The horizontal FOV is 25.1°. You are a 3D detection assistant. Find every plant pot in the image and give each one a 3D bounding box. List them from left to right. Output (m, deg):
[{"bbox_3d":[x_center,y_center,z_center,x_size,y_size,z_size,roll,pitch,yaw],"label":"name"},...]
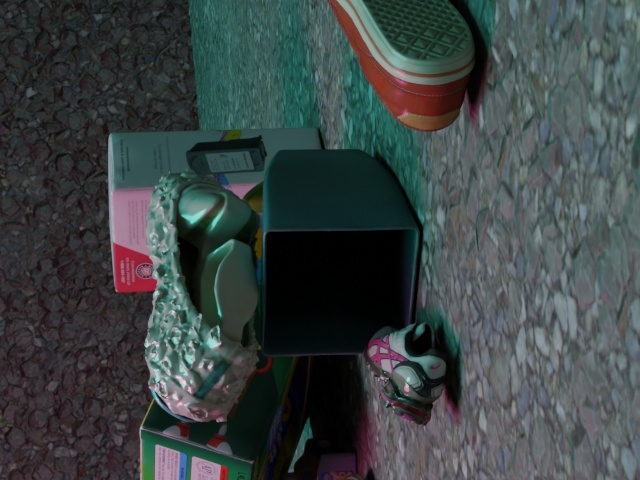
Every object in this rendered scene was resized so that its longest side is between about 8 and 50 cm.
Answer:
[{"bbox_3d":[0.010,-0.005,1.643,0.234,0.166,0.165,-99,10,-57],"label":"plant pot"}]

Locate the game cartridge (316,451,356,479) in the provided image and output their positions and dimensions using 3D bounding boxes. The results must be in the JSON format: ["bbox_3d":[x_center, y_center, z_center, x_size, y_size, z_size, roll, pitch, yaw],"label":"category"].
[{"bbox_3d":[0.022,0.331,1.960,0.017,0.056,0.083,-107,14,-79],"label":"game cartridge"}]

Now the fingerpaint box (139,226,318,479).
[{"bbox_3d":[-0.118,0.260,2.058,0.444,0.163,0.371,99,-170,-50],"label":"fingerpaint box"}]

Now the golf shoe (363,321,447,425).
[{"bbox_3d":[0.096,0.121,1.486,0.086,0.068,0.186,-62,15,10],"label":"golf shoe"}]

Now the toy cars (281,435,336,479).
[{"bbox_3d":[0.001,0.455,2.029,0.176,0.087,0.393,106,158,-62],"label":"toy cars"}]

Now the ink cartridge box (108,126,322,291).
[{"bbox_3d":[-0.153,-0.043,2.097,0.226,0.306,0.131,98,166,-47],"label":"ink cartridge box"}]

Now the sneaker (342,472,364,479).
[{"bbox_3d":[0.001,0.372,1.886,0.069,0.084,0.185,50,142,22],"label":"sneaker"}]

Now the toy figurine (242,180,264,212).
[{"bbox_3d":[0.000,0.000,1.834,0.130,0.173,0.159,-32,73,30],"label":"toy figurine"}]

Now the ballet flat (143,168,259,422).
[{"bbox_3d":[-0.115,0.031,1.627,0.409,0.147,0.147,-97,9,-49],"label":"ballet flat"}]

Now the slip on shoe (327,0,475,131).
[{"bbox_3d":[0.063,-0.221,1.386,0.331,0.123,0.101,-112,17,-47],"label":"slip on shoe"}]
